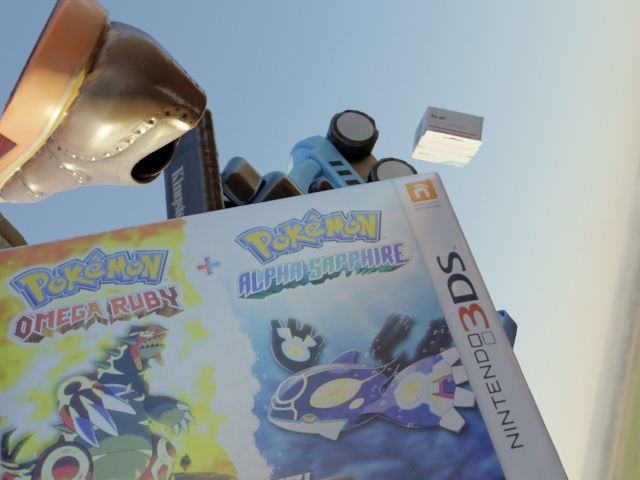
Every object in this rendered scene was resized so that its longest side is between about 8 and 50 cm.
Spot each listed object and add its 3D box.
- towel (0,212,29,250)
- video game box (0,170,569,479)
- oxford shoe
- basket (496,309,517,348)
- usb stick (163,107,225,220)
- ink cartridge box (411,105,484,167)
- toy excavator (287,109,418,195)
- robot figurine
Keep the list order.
[{"bbox_3d":[-0.739,-0.004,1.586,0.312,0.056,0.324,49,-127,-17],"label":"towel"},{"bbox_3d":[-0.021,0.069,0.350,0.048,0.205,0.187,90,166,-51],"label":"video game box"},{"bbox_3d":[-0.200,-0.079,0.739,0.364,0.133,0.129,-15,52,66],"label":"oxford shoe"},{"bbox_3d":[0.120,0.210,1.036,0.255,0.201,0.289,-40,11,24],"label":"basket"},{"bbox_3d":[-0.145,-0.047,0.999,0.045,0.077,0.277,38,-149,-45],"label":"usb stick"},{"bbox_3d":[0.230,-0.189,1.568,0.180,0.104,0.060,106,175,-80],"label":"ink cartridge box"},{"bbox_3d":[0.000,0.000,1.757,0.445,0.433,0.222,-26,-25,-28],"label":"toy excavator"},{"bbox_3d":[-0.064,0.013,1.270,0.278,0.209,0.173,48,-122,-14],"label":"robot figurine"}]
